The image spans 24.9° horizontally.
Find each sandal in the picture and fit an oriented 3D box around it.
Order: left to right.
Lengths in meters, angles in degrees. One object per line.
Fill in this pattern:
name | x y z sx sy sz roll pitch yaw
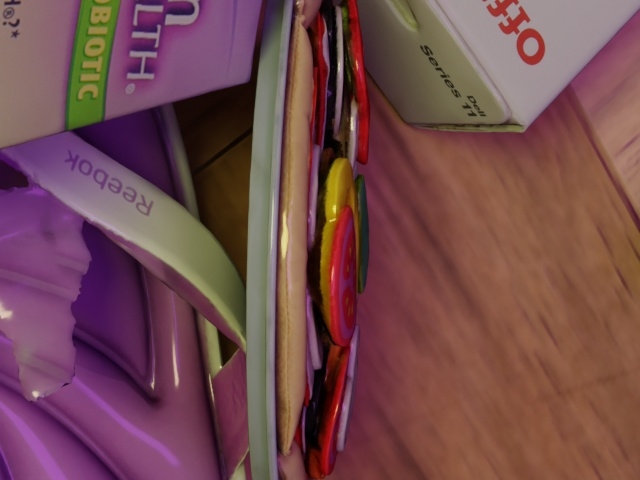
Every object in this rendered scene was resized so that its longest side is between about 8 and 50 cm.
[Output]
sandal | -0.087 0.042 0.491 0.169 0.102 0.416 -27 106 -29

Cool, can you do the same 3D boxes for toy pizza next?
toy pizza | 0.000 0.000 0.495 0.032 0.201 0.201 2 93 3

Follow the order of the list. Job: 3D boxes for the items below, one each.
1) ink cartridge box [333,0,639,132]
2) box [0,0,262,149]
ink cartridge box | 0.082 -0.164 0.583 0.208 0.087 0.153 -45 112 -19
box | -0.127 -0.126 0.312 0.243 0.117 0.213 -20 136 -37
